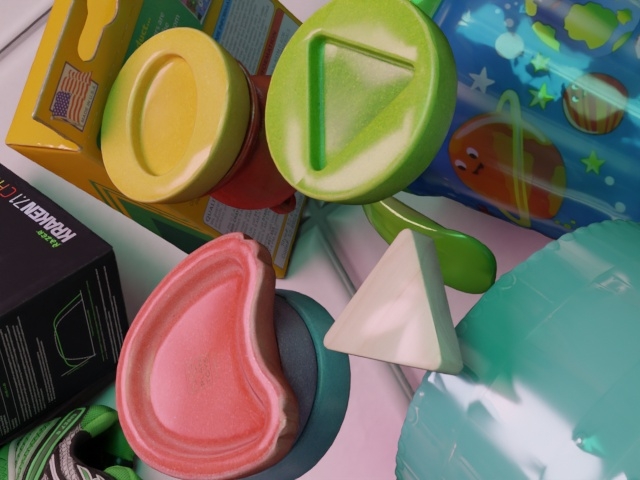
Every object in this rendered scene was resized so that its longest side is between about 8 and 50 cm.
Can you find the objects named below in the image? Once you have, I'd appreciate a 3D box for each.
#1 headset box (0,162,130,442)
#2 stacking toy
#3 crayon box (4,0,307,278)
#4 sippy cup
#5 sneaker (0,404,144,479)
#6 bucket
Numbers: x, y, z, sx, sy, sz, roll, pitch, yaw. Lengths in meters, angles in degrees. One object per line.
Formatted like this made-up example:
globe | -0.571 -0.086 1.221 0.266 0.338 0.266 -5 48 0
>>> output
headset box | -0.346 0.067 1.224 0.283 0.131 0.246 -32 47 -29
stacking toy | 0.000 0.000 0.938 0.279 0.130 0.309 -17 68 36
crayon box | -0.114 -0.120 1.129 0.083 0.323 0.203 7 73 33
sippy cup | 0.181 -0.097 1.019 0.224 0.240 0.306 30 96 25
sneaker | -0.175 0.248 1.098 0.146 0.134 0.344 -36 42 8
bucket | 0.192 0.135 0.876 0.281 0.281 0.183 -51 52 2
